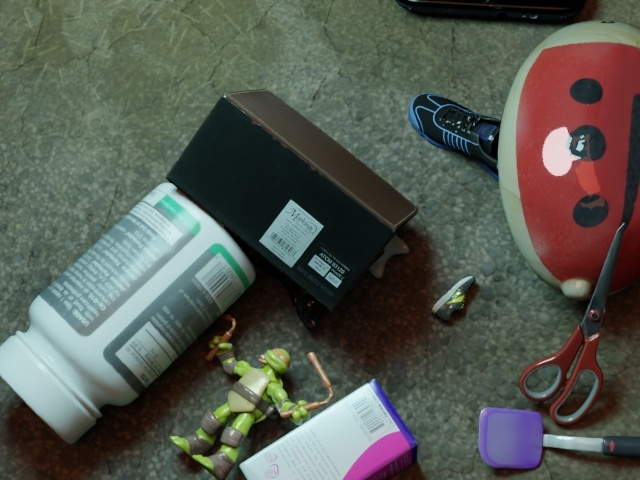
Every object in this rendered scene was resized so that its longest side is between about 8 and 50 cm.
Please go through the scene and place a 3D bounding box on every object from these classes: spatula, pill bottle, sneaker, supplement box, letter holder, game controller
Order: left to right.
[{"bbox_3d":[-0.285,0.105,1.671,0.204,0.204,0.361,41,76,20],"label":"pill bottle"},{"bbox_3d":[-0.031,-0.070,1.674,0.302,0.214,0.152,39,108,5],"label":"letter holder"},{"bbox_3d":[0.014,0.307,1.605,0.220,0.114,0.111,-31,68,-9],"label":"supplement box"},{"bbox_3d":[0.203,0.087,1.728,0.083,0.031,0.035,-41,83,-7],"label":"sneaker"},{"bbox_3d":[0.236,-0.170,1.798,0.232,0.090,0.081,34,74,17],"label":"sneaker"},{"bbox_3d":[0.281,-0.441,1.924,0.319,0.067,0.166,5,68,7],"label":"game controller"},{"bbox_3d":[0.368,0.284,1.618,0.296,0.030,0.084,4,85,4],"label":"spatula"}]

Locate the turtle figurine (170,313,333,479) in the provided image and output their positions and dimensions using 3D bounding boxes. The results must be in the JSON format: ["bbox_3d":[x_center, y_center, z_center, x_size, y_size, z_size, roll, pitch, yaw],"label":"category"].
[{"bbox_3d":[-0.115,0.226,1.668,0.269,0.087,0.217,31,76,37],"label":"turtle figurine"}]

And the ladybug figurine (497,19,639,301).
[{"bbox_3d":[0.414,-0.128,1.678,0.305,0.162,0.449,16,70,-18],"label":"ladybug figurine"}]

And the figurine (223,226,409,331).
[{"bbox_3d":[0.000,0.000,1.760,0.215,0.092,0.209,-37,76,-11],"label":"figurine"}]

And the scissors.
[{"bbox_3d":[0.380,0.122,1.603,0.109,0.021,0.297,29,107,1],"label":"scissors"}]
